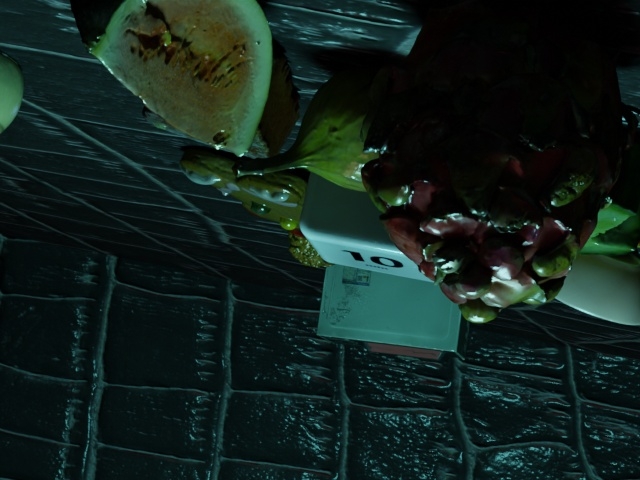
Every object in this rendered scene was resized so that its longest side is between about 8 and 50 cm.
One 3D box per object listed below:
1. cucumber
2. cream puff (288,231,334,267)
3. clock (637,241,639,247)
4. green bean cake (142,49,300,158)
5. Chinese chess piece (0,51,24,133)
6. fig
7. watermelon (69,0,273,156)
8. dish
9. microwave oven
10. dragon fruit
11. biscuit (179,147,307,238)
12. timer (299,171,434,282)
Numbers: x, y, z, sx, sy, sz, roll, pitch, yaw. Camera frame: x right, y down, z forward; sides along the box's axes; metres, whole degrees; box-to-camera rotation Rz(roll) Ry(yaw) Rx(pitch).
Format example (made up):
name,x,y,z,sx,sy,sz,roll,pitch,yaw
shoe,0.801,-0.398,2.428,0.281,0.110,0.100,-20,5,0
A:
name,x,y,z,sx,sy,sz,roll,pitch,yaw
cucumber,0.320,-0.069,1.469,0.191,0.130,0.191,7,165,2
cream puff,-0.004,0.003,2.343,0.126,0.103,0.144,10,172,4
clock,0.425,-0.025,1.715,0.294,0.071,0.277,15,171,-15
green bean cake,-0.111,-0.177,1.436,0.199,0.097,0.233,15,170,-7
Chinese chess piece,-0.555,-0.231,1.696,0.251,0.097,0.251,13,170,2
fig,0.016,-0.131,1.369,0.231,0.143,0.160,4,169,-2
watermelon,-0.123,-0.213,1.177,0.128,0.159,0.303,-22,157,15
dish,0.452,0.043,1.882,0.213,0.090,0.213,14,-157,-6
microwave oven,0.164,0.128,2.481,0.295,0.237,0.181,6,170,14
dragon fruit,0.172,-0.067,1.139,0.250,0.291,0.269,0,167,33
biscuit,-0.041,-0.044,2.089,0.283,0.064,0.432,14,170,34
timer,0.094,-0.064,1.538,0.192,0.194,0.195,11,172,10
